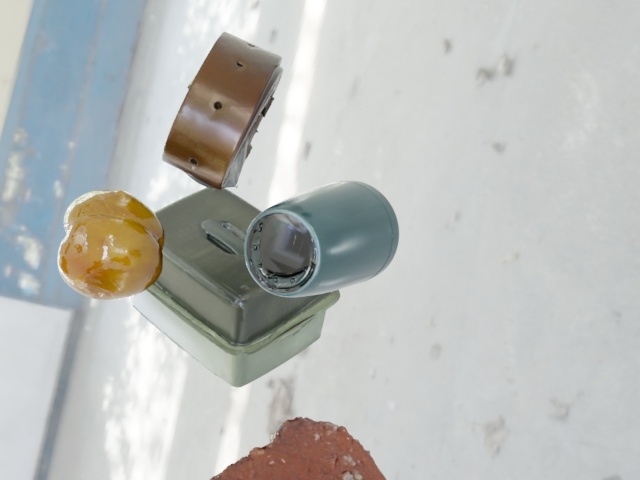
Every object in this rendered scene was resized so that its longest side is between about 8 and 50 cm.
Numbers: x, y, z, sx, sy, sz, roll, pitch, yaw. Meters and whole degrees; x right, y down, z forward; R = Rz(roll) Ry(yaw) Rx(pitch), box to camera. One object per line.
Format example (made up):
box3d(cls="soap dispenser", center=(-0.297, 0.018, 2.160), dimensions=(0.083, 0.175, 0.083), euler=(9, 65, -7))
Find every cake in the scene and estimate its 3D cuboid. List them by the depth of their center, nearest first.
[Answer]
box3d(cls="cake", center=(-0.036, 0.292, 0.983), dimensions=(0.177, 0.283, 0.151), euler=(40, 125, 18))

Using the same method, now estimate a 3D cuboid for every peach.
box3d(cls="peach", center=(-0.255, 0.007, 1.360), dimensions=(0.138, 0.138, 0.138), euler=(-47, 35, 49))

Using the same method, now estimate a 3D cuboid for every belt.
box3d(cls="belt", center=(-0.124, -0.166, 1.446), dimensions=(0.261, 0.105, 0.184), euler=(-79, 13, -69))

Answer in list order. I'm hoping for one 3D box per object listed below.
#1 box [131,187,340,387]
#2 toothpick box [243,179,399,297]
box3d(cls="box", center=(-0.135, 0.059, 1.608), dimensions=(0.290, 0.221, 0.166), euler=(33, 136, 31))
box3d(cls="toothpick box", center=(0.000, 0.000, 1.223), dimensions=(0.120, 0.184, 0.120), euler=(5, 100, 28))
